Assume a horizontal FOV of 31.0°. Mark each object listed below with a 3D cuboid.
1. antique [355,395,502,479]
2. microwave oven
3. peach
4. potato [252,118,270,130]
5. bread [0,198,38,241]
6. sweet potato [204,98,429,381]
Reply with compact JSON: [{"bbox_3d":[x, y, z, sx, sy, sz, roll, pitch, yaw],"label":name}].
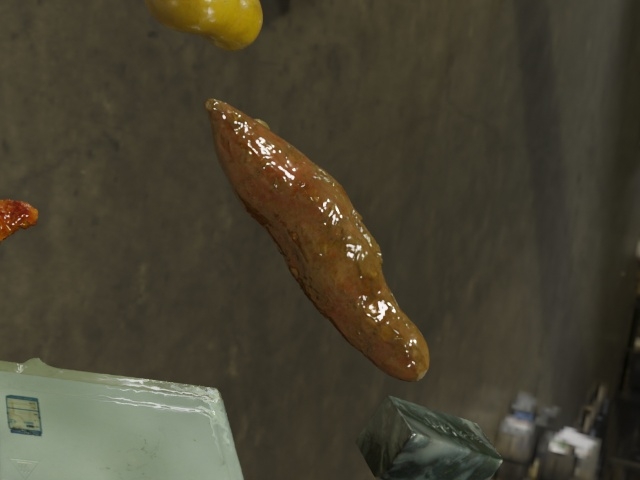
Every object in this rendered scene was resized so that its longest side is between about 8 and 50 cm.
[{"bbox_3d":[0.152,0.285,1.554,0.183,0.088,0.086,21,110,-33],"label":"antique"},{"bbox_3d":[-0.304,0.334,1.512,0.218,0.355,0.286,-62,-149,29],"label":"microwave oven"},{"bbox_3d":[-0.169,-0.339,1.654,0.103,0.179,0.179,-62,161,10],"label":"peach"},{"bbox_3d":[-0.077,-0.095,1.315,0.045,0.046,0.092,27,52,-35],"label":"potato"},{"bbox_3d":[-0.382,0.045,1.065,0.095,0.139,0.269,76,34,-59],"label":"bread"},{"bbox_3d":[-0.001,-0.005,1.194,0.354,0.095,0.106,53,9,-4],"label":"sweet potato"}]
